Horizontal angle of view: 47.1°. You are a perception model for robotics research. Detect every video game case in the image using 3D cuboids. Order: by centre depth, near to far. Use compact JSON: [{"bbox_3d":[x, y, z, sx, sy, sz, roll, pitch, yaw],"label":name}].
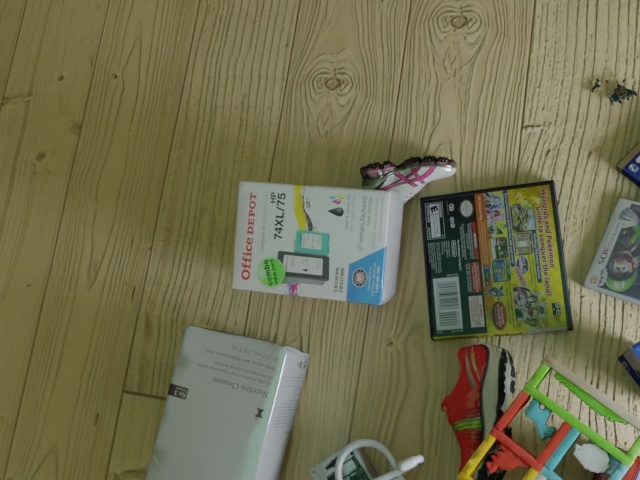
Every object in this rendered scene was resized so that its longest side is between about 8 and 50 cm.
[{"bbox_3d":[0.566,0.029,1.241,0.190,0.022,0.173,21,84,40],"label":"video game case"},{"bbox_3d":[0.316,0.038,1.346,0.248,0.035,0.274,-7,74,17],"label":"video game case"}]

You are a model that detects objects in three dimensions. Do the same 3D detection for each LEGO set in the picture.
[{"bbox_3d":[0.544,-0.274,1.355,0.054,0.023,0.083,-46,55,1],"label":"LEGO set"}]

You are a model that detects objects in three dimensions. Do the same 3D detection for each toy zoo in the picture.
[{"bbox_3d":[0.348,0.352,1.141,0.192,0.030,0.293,37,91,29],"label":"toy zoo"}]

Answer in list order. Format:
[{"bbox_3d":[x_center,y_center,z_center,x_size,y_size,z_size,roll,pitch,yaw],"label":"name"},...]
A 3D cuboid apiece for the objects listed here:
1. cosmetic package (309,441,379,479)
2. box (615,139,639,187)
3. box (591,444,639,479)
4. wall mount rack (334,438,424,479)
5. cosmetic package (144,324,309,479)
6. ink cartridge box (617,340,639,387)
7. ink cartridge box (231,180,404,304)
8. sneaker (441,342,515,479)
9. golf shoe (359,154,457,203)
[{"bbox_3d":[0.084,0.487,1.303,0.099,0.060,0.239,-37,69,8],"label":"cosmetic package"},{"bbox_3d":[0.649,-0.108,1.271,0.136,0.036,0.225,-47,69,3],"label":"box"},{"bbox_3d":[0.464,0.463,1.148,0.128,0.122,0.256,22,85,23],"label":"box"},{"bbox_3d":[0.071,0.507,1.189,0.304,0.130,0.350,-25,68,0],"label":"wall mount rack"},{"bbox_3d":[-0.178,0.369,1.366,0.217,0.156,0.384,9,79,18],"label":"cosmetic package"},{"bbox_3d":[0.521,0.204,1.145,0.046,0.207,0.097,-36,69,7],"label":"ink cartridge box"},{"bbox_3d":[0.000,0.000,1.340,0.270,0.197,0.198,5,92,13],"label":"ink cartridge box"},{"bbox_3d":[0.265,0.318,1.279,0.118,0.107,0.279,1,74,37],"label":"sneaker"},{"bbox_3d":[0.173,-0.117,1.422,0.186,0.067,0.086,-7,104,15],"label":"golf shoe"}]
